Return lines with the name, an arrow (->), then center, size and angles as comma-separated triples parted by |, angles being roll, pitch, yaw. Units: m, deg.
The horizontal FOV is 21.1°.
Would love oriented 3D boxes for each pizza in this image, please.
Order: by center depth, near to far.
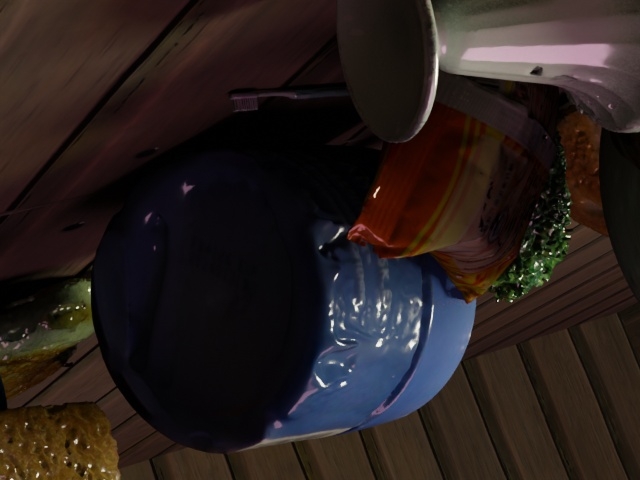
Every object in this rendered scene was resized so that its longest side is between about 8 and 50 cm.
pizza -> 0.329, -0.081, 1.664 | 0.336, 0.226, 0.086 | 17, -133, 37

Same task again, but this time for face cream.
face cream -> -0.030, 0.044, 1.410 | 0.249, 0.249, 0.225 | -28, 168, 33

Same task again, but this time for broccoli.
broccoli -> 0.125, -0.044, 1.521 | 0.194, 0.194, 0.219 | -22, 131, 4

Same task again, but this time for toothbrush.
toothbrush -> -0.010, -0.110, 1.314 | 0.011, 0.014, 0.167 | -7, -178, 42

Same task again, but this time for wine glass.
wine glass -> 0.122, -0.134, 1.073 | 0.197, 0.165, 0.165 | -12, 167, -21

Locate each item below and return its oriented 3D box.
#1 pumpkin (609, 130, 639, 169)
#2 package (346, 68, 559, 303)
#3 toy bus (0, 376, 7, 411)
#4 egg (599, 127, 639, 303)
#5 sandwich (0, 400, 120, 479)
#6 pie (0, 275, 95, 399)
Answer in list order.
pumpkin -> 0.282, -0.206, 1.156 | 0.312, 0.169, 0.148 | -42, 137, 9
package -> 0.117, -0.066, 1.281 | 0.108, 0.223, 0.288 | 18, 180, 24
toy bus -> -0.427, 0.134, 1.408 | 0.288, 0.138, 0.175 | -23, 168, 9
egg -> 0.385, -0.061, 1.329 | 0.345, 0.345, 0.428 | -30, -167, 39
sandwich -> -0.336, 0.220, 1.372 | 0.254, 0.099, 0.288 | -37, 161, 32
pie -> -0.346, 0.124, 1.649 | 0.302, 0.067, 0.302 | -25, 171, -4
